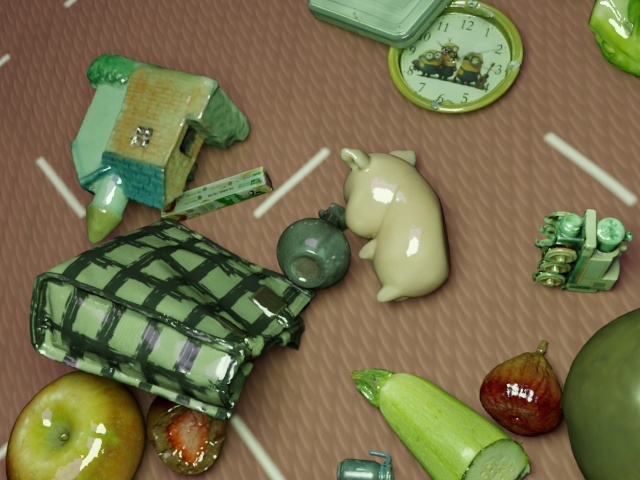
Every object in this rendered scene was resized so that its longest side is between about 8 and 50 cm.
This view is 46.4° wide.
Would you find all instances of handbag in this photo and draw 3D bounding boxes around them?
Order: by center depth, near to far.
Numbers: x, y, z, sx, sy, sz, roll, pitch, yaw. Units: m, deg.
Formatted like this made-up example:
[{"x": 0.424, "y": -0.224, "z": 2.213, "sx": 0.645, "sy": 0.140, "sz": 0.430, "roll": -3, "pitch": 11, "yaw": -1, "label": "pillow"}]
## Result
[{"x": -0.209, "y": 0.107, "z": 1.144, "sx": 0.327, "sy": 0.325, "sz": 0.163, "roll": 19, "pitch": 111, "yaw": 16, "label": "handbag"}]

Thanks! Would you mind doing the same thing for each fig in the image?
[{"x": 0.310, "y": 0.211, "z": 1.083, "sx": 0.153, "sy": 0.119, "sz": 0.119, "roll": -43, "pitch": 66, "yaw": -12, "label": "fig"}]

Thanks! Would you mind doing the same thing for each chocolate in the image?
[{"x": -0.211, "y": 0.299, "z": 1.176, "sx": 0.124, "sy": 0.127, "sz": 0.133, "roll": 8, "pitch": 90, "yaw": 12, "label": "chocolate"}]

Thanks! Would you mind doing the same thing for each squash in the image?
[{"x": 0.165, "y": 0.262, "z": 1.093, "sx": 0.137, "sy": 0.137, "sz": 0.287, "roll": -43, "pitch": 64, "yaw": -4, "label": "squash"}]

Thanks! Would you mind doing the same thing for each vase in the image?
[{"x": 0.000, "y": 0.000, "z": 1.215, "sx": 0.120, "sy": 0.120, "sz": 0.183, "roll": 3, "pitch": 31, "yaw": 15, "label": "vase"}]

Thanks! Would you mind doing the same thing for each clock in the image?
[{"x": 0.239, "y": -0.320, "z": 1.329, "sx": 0.237, "sy": 0.057, "sz": 0.237, "roll": -4, "pitch": 70, "yaw": 11, "label": "clock"}]

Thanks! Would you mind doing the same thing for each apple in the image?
[{"x": -0.378, "y": 0.329, "z": 1.184, "sx": 0.210, "sy": 0.173, "sz": 0.235, "roll": 25, "pitch": 69, "yaw": 26, "label": "apple"}]

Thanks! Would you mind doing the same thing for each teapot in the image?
[{"x": 0.070, "y": 0.354, "z": 1.130, "sx": 0.083, "sy": 0.063, "sz": 0.049, "roll": 1, "pitch": 102, "yaw": 12, "label": "teapot"}]

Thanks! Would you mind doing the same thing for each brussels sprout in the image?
[{"x": 0.555, "y": -0.365, "z": 1.215, "sx": 0.223, "sy": 0.161, "sz": 0.223, "roll": 1, "pitch": 91, "yaw": 24, "label": "brussels sprout"}]

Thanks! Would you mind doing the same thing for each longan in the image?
[{"x": 0.470, "y": 0.222, "z": 0.939, "sx": 0.319, "sy": 0.319, "sz": 0.319, "roll": -5, "pitch": 69, "yaw": 13, "label": "longan"}]

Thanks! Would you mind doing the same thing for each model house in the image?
[{"x": -0.319, "y": -0.132, "z": 1.330, "sx": 0.267, "sy": 0.194, "sz": 0.325, "roll": 17, "pitch": 78, "yaw": 21, "label": "model house"}]

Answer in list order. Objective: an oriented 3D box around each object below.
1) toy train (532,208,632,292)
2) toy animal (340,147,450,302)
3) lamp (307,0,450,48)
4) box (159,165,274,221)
[{"x": 0.380, "y": 0.016, "z": 1.093, "sx": 0.125, "sy": 0.194, "sz": 0.081, "roll": 4, "pitch": 68, "yaw": 9, "label": "toy train"}, {"x": 0.122, "y": -0.030, "z": 1.192, "sx": 0.154, "sy": 0.166, "sz": 0.250, "roll": -29, "pitch": 76, "yaw": 20, "label": "toy animal"}, {"x": 0.142, "y": -0.490, "z": 1.385, "sx": 0.266, "sy": 0.047, "sz": 0.269, "roll": 33, "pitch": 79, "yaw": 37, "label": "lamp"}, {"x": -0.190, "y": -0.082, "z": 1.351, "sx": 0.207, "sy": 0.050, "sz": 0.041, "roll": -17, "pitch": 68, "yaw": 8, "label": "box"}]
